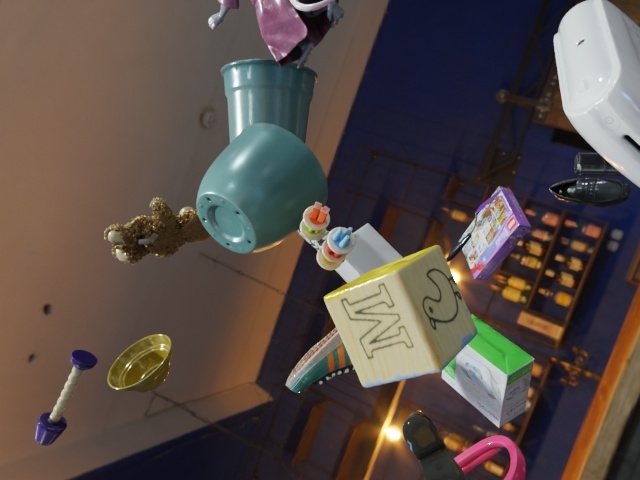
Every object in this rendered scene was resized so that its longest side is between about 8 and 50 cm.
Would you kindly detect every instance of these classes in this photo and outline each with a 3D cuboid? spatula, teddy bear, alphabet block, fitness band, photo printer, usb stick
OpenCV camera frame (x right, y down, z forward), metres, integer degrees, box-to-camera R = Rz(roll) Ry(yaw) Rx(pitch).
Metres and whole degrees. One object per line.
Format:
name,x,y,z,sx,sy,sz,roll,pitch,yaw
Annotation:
spatula,0.462,-0.040,1.781,0.084,0.030,0.296,-41,-19,-55
teddy bear,-0.518,-0.032,1.872,0.338,0.113,0.245,-29,-46,1
alphabet block,0.158,0.147,1.140,0.192,0.193,0.197,-25,-90,-52
fitness band,0.452,0.677,1.647,0.291,0.054,0.209,-44,14,21
photo printer,0.468,-0.200,0.861,0.107,0.256,0.307,-42,22,41
usb stick,0.898,-0.224,1.719,0.045,0.278,0.077,69,-154,-60

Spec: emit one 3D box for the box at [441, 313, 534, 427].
box,0.519,0.404,1.832,0.127,0.262,0.231,-21,-53,-26

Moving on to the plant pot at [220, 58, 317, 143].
plant pot,-0.183,-0.421,2.055,0.341,0.341,0.334,2,-90,-66

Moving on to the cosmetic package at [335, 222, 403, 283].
cosmetic package,0.227,0.136,2.257,0.197,0.365,0.155,-35,-23,-21

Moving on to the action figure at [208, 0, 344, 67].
action figure,-0.140,-0.612,1.431,0.248,0.370,0.276,-44,-3,-11

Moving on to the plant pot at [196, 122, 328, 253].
plant pot,-0.166,-0.107,1.456,0.235,0.293,0.293,-49,-29,-36

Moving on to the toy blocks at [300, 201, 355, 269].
toy blocks,0.015,-0.020,1.083,0.054,0.123,0.148,-26,-13,-19

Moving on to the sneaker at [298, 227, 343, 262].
sneaker,0.000,0.000,1.694,0.078,0.234,0.106,-34,-51,-13

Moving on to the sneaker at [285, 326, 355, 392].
sneaker,0.056,0.278,1.398,0.302,0.121,0.108,-41,3,1

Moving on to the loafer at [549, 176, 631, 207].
loafer,0.708,-0.129,1.542,0.078,0.223,0.076,10,-90,-25

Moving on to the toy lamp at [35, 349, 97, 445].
toy lamp,-0.686,0.424,1.558,0.274,0.080,0.080,-60,-21,8

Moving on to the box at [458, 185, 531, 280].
box,0.624,-0.022,2.114,0.201,0.057,0.293,-100,27,-43

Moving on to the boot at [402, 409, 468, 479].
boot,0.302,0.572,1.463,0.115,0.112,0.305,16,-129,-77

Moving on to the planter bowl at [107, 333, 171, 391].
planter bowl,-0.529,0.395,1.778,0.217,0.217,0.090,-51,-54,-36
